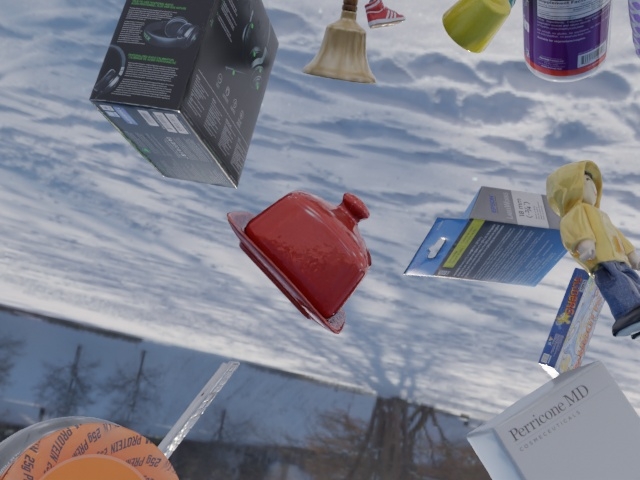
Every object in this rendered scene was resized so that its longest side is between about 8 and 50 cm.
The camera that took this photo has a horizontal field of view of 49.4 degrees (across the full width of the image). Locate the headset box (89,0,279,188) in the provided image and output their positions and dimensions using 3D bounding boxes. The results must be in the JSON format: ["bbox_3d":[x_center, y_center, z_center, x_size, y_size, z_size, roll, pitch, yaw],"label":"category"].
[{"bbox_3d":[-0.174,-0.257,0.991,0.131,0.283,0.246,10,164,14],"label":"headset box"}]

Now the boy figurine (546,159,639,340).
[{"bbox_3d":[0.425,0.007,1.033,0.177,0.285,0.092,15,139,-37],"label":"boy figurine"}]

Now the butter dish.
[{"bbox_3d":[0.000,0.000,0.713,0.160,0.118,0.160,47,-176,2],"label":"butter dish"}]

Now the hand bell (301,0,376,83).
[{"bbox_3d":[0.048,-0.384,1.119,0.126,0.242,0.126,8,-164,-2],"label":"hand bell"}]

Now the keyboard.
[{"bbox_3d":[-0.188,0.258,0.888,0.014,0.256,0.072,36,172,13],"label":"keyboard"}]

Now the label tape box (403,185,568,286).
[{"bbox_3d":[0.376,-0.008,1.567,0.333,0.106,0.241,7,145,-10],"label":"label tape box"}]

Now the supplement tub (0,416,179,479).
[{"bbox_3d":[-0.253,0.279,0.650,0.193,0.194,0.316,18,147,-27],"label":"supplement tub"}]

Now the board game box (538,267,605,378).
[{"bbox_3d":[0.491,0.171,1.347,0.035,0.201,0.136,15,165,39],"label":"board game box"}]

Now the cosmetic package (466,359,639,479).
[{"bbox_3d":[0.467,0.454,1.121,0.230,0.453,0.161,-28,165,-13],"label":"cosmetic package"}]

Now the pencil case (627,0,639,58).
[{"bbox_3d":[0.515,-0.360,1.053,0.086,0.088,0.206,34,170,37],"label":"pencil case"}]

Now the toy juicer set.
[{"bbox_3d":[0.189,-0.392,0.938,0.209,0.329,0.089,40,138,-5],"label":"toy juicer set"}]

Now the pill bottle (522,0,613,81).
[{"bbox_3d":[0.511,-0.500,1.441,0.181,0.182,0.323,6,147,22],"label":"pill bottle"}]

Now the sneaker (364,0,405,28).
[{"bbox_3d":[0.153,-0.544,1.652,0.118,0.067,0.042,-20,-175,-39],"label":"sneaker"}]
